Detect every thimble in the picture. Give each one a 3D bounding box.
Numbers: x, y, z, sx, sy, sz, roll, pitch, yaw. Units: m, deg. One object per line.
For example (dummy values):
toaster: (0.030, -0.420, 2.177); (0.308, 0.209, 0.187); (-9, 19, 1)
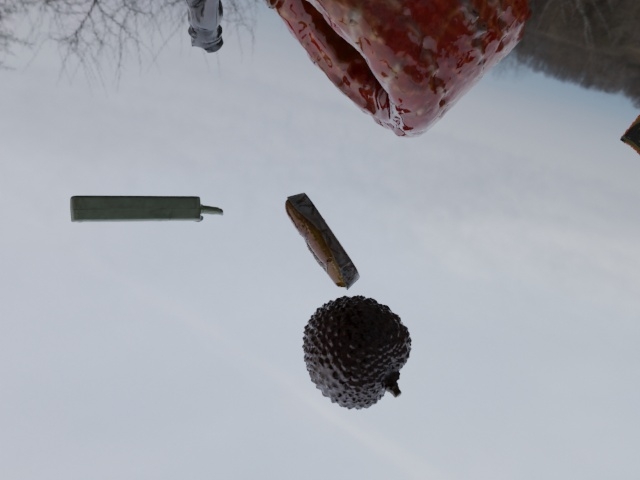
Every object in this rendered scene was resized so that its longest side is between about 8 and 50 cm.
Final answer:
thimble: (0.089, -0.326, 0.707); (0.350, 0.230, 0.350); (45, -178, -2)

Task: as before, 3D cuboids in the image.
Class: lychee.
lychee: (0.091, 0.281, 1.317); (0.304, 0.276, 0.275); (42, -146, 27)

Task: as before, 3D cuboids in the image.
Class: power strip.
power strip: (-0.333, -0.061, 1.025); (0.288, 0.053, 0.093); (-2, -179, -26)

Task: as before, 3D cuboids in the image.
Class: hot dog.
hot dog: (0.000, 0.000, 1.250); (0.268, 0.075, 0.144); (58, 180, 15)

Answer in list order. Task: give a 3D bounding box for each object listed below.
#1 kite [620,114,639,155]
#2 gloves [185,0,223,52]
kite: (0.578, -0.162, 0.714); (0.327, 0.378, 0.013); (-7, -166, 3)
gloves: (-0.243, -0.526, 1.135); (0.119, 0.285, 0.142); (6, -122, -22)
